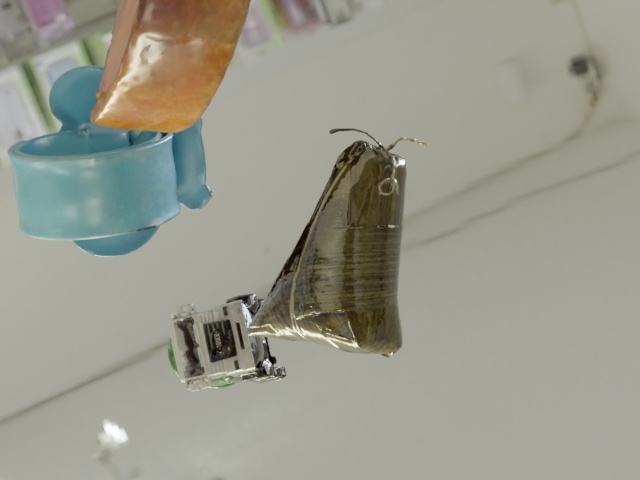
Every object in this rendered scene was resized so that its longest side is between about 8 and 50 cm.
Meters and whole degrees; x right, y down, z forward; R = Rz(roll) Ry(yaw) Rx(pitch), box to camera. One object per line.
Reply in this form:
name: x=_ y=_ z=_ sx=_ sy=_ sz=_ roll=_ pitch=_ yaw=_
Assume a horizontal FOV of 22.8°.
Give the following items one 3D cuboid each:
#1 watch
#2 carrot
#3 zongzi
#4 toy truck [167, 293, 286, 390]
watch: x=-0.220 y=-0.069 z=1.648 sx=0.211 sy=0.211 sz=0.193 roll=-18 pitch=-167 yaw=11
carrot: x=-0.143 y=-0.222 z=1.459 sx=0.100 sy=0.258 sz=0.307 roll=16 pitch=171 yaw=-18
zongzi: x=0.000 y=0.000 z=1.373 sx=0.084 sy=0.187 sz=0.184 roll=9 pitch=176 yaw=-39
toy truck: x=-0.115 y=0.127 z=1.882 sx=0.125 sy=0.101 sz=0.242 roll=-12 pitch=172 yaw=3
